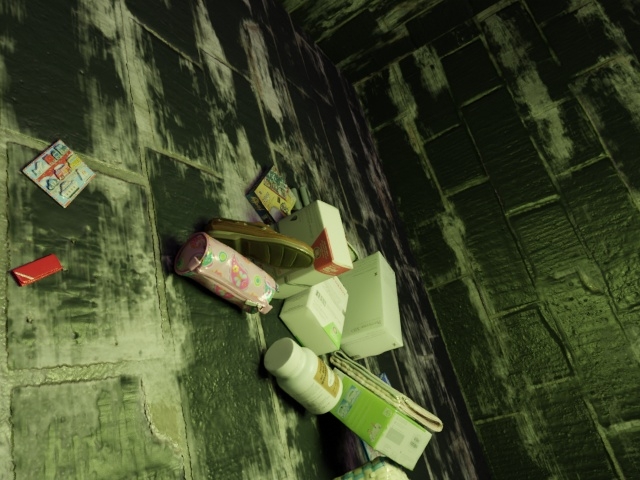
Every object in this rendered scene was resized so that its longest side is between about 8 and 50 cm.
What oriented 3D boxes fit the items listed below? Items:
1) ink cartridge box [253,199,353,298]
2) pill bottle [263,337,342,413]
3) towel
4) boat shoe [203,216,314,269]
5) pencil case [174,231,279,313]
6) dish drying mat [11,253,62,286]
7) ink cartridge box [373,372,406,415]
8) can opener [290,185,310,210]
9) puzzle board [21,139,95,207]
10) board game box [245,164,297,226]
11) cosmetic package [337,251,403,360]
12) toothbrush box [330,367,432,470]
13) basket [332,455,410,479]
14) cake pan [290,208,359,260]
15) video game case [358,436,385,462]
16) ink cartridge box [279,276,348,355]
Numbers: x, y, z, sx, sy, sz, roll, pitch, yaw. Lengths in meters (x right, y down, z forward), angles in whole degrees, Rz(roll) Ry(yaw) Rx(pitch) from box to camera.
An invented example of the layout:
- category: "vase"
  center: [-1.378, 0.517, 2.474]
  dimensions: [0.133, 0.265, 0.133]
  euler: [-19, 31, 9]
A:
- category: "ink cartridge box"
  center: [-0.065, 0.036, 1.329]
  dimensions: [0.117, 0.283, 0.207]
  euler: [19, 51, -53]
- category: "pill bottle"
  center: [-0.049, 0.377, 1.229]
  dimensions: [0.229, 0.131, 0.131]
  euler: [50, 28, -31]
- category: "towel"
  center: [0.222, 0.514, 1.498]
  dimensions: [0.053, 0.332, 0.317]
  euler: [-55, 131, -11]
- category: "boat shoe"
  center: [-0.163, -0.004, 1.197]
  dimensions: [0.308, 0.110, 0.104]
  euler: [13, 44, -9]
- category: "pencil case"
  center: [-0.234, 0.092, 1.127]
  dimensions: [0.284, 0.124, 0.124]
  euler: [43, 32, -43]
- category: "dish drying mat"
  center: [-0.493, 0.051, 0.766]
  dimensions: [0.032, 0.008, 0.083]
  euler: [61, 24, -8]
- category: "ink cartridge box"
  center: [0.277, 0.648, 1.759]
  dimensions: [0.207, 0.046, 0.097]
  euler: [62, 23, -9]
- category: "can opener"
  center: [-0.063, -0.078, 1.730]
  dimensions: [0.093, 0.074, 0.280]
  euler: [106, -30, -72]
- category: "puzzle board"
  center: [-0.520, -0.137, 0.883]
  dimensions: [0.096, 0.011, 0.128]
  euler: [51, 28, -29]
- category: "board game box"
  center: [-0.171, -0.154, 1.585]
  dimensions: [0.165, 0.042, 0.243]
  euler: [57, 25, -21]
- category: "cosmetic package"
  center: [0.184, 0.254, 1.733]
  dimensions: [0.156, 0.217, 0.384]
  euler: [51, 26, -32]
- category: "toothbrush box"
  center: [0.151, 0.525, 1.307]
  dimensions: [0.206, 0.283, 0.122]
  euler: [43, 74, -33]
- category: "basket"
  center: [0.175, 0.760, 1.187]
  dimensions: [0.201, 0.255, 0.288]
  euler: [44, 20, -45]
- category: "cake pan"
  center: [0.000, 0.000, 1.522]
  dimensions: [0.293, 0.054, 0.293]
  euler: [35, -11, 8]
- category: "video game case"
  center: [0.177, 0.710, 1.531]
  dimensions: [0.119, 0.015, 0.166]
  euler: [-6, 74, -66]
- category: "ink cartridge box"
  center: [-0.012, 0.217, 1.475]
  dimensions: [0.198, 0.115, 0.272]
  euler: [57, 25, -23]
